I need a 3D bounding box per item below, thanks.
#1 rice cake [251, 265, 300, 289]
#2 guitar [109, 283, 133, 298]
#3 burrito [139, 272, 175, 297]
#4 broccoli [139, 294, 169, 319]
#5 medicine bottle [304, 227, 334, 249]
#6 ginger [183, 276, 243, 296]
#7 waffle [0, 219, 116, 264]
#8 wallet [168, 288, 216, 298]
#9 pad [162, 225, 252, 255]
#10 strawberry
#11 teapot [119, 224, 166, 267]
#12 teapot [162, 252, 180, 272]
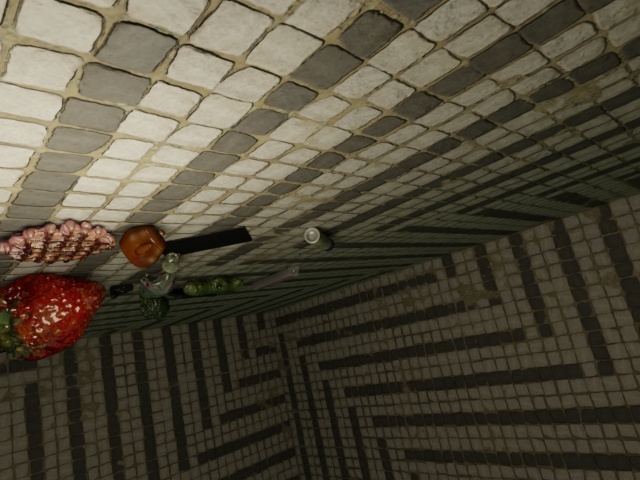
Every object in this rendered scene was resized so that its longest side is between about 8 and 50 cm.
[{"bbox_3d":[-0.241,0.205,2.330,0.365,0.056,0.073,-23,166,41],"label":"rice cake"},{"bbox_3d":[-0.871,0.224,1.870,0.088,0.025,0.233,-3,165,-37],"label":"guitar"},{"bbox_3d":[-0.661,0.184,1.764,0.144,0.089,0.229,-10,169,-22],"label":"burrito"},{"bbox_3d":[-0.782,0.302,2.049,0.138,0.162,0.146,-35,132,26],"label":"broccoli"},{"bbox_3d":[0.000,0.000,1.649,0.059,0.059,0.231,-15,167,12],"label":"medicine bottle"},{"bbox_3d":[-0.506,0.215,2.062,0.290,0.089,0.137,0,-178,-28],"label":"ginger"},{"bbox_3d":[-0.646,0.008,1.078,0.234,0.055,0.221,-18,165,4],"label":"waffle"},{"bbox_3d":[-0.647,0.260,2.140,0.146,0.030,0.285,6,177,25],"label":"wallet"},{"bbox_3d":[-0.384,0.007,1.433,0.300,0.005,0.202,-11,167,-3],"label":"pad"},{"bbox_3d":[-0.848,0.225,1.404,0.312,0.267,0.351,-6,-169,18],"label":"strawberry"},{"bbox_3d":[-0.461,0.006,1.158,0.116,0.116,0.173,-10,-166,-12],"label":"teapot"},{"bbox_3d":[-0.501,0.069,1.472,0.067,0.057,0.083,-48,-178,-29],"label":"teapot"}]
